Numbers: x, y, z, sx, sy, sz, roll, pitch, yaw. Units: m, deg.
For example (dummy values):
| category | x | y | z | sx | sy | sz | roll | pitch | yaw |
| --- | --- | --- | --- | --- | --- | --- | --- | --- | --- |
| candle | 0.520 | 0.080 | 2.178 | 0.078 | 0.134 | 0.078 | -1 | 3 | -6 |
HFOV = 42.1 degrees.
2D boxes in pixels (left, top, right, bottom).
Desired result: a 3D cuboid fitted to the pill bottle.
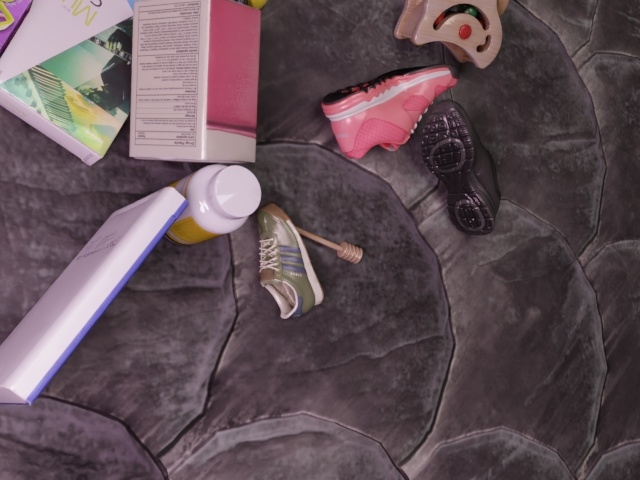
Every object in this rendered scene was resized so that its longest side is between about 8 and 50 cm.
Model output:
| category | x | y | z | sx | sy | sz | roll | pitch | yaw |
| --- | --- | --- | --- | --- | --- | --- | --- | --- | --- |
| pill bottle | -0.166 | -0.055 | 1.230 | 0.103 | 0.184 | 0.103 | 7 | 78 | -34 |

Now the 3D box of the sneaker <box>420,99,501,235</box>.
| category | x | y | z | sx | sy | sz | roll | pitch | yaw |
| --- | --- | --- | --- | --- | --- | --- | --- | --- | --- |
| sneaker | 0.279 | -0.152 | 1.606 | 0.130 | 0.109 | 0.286 | -54 | 134 | -41 |

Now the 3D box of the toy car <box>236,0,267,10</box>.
| category | x | y | z | sx | sy | sz | roll | pitch | yaw |
| --- | --- | --- | --- | --- | --- | --- | --- | --- | --- |
| toy car | -0.171 | -0.526 | 1.399 | 0.239 | 0.053 | 0.224 | 18 | 71 | -31 |

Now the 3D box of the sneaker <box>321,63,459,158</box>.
| category | x | y | z | sx | sy | sz | roll | pitch | yaw |
| --- | --- | --- | --- | --- | --- | --- | --- | --- | --- |
| sneaker | 0.137 | -0.240 | 1.546 | 0.314 | 0.116 | 0.136 | -25 | 109 | -32 |

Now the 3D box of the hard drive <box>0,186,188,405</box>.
| category | x | y | z | sx | sy | sz | roll | pitch | yaw |
| --- | --- | --- | --- | --- | --- | --- | --- | --- | --- |
| hard drive | -0.317 | 0.073 | 1.083 | 0.040 | 0.210 | 0.318 | 45 | 59 | -20 |

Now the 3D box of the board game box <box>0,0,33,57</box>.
| category | x | y | z | sx | sy | sz | roll | pitch | yaw |
| --- | --- | --- | --- | --- | --- | --- | --- | --- | --- |
| board game box | -0.572 | -0.313 | 1.045 | 0.347 | 0.056 | 0.208 | 29 | 70 | -16 |

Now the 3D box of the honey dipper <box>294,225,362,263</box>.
| category | x | y | z | sx | sy | sz | roll | pitch | yaw |
| --- | --- | --- | --- | --- | --- | --- | --- | --- | --- |
| honey dipper | 0.000 | 0.000 | 1.436 | 0.161 | 0.030 | 0.030 | 23 | 69 | -25 |

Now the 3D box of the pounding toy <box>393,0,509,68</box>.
| category | x | y | z | sx | sy | sz | roll | pitch | yaw |
| --- | --- | --- | --- | --- | --- | --- | --- | --- | --- |
| pounding toy | 0.263 | -0.436 | 1.679 | 0.270 | 0.155 | 0.154 | -10 | 115 | -27 |

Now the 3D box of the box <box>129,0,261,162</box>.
| category | x | y | z | sx | sy | sz | roll | pitch | yaw |
| --- | --- | --- | --- | --- | --- | --- | --- | --- | --- |
| box | -0.184 | -0.232 | 1.227 | 0.127 | 0.149 | 0.232 | -6 | 100 | -57 |

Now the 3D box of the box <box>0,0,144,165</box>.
| category | x | y | z | sx | sy | sz | roll | pitch | yaw |
| --- | --- | --- | --- | --- | --- | --- | --- | --- | --- |
| box | -0.352 | -0.305 | 1.227 | 0.232 | 0.058 | 0.321 | 35 | 64 | -25 |

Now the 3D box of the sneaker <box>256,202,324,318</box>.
| category | x | y | z | sx | sy | sz | roll | pitch | yaw |
| --- | --- | --- | --- | --- | --- | --- | --- | --- | --- |
| sneaker | -0.067 | 0.040 | 1.354 | 0.086 | 0.064 | 0.192 | -35 | 105 | -40 |
